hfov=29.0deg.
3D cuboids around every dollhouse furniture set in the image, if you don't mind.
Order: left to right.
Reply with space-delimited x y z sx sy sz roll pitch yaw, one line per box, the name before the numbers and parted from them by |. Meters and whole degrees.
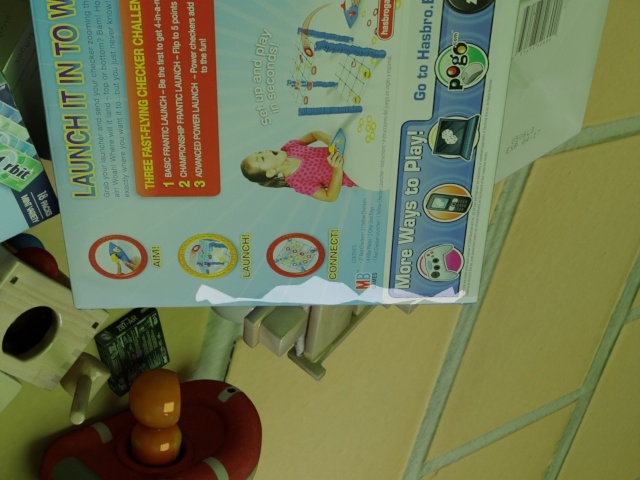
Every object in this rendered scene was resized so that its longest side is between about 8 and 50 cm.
dollhouse furniture set | 0.000 0.000 1.193 0.355 0.174 0.303 -44 161 -28

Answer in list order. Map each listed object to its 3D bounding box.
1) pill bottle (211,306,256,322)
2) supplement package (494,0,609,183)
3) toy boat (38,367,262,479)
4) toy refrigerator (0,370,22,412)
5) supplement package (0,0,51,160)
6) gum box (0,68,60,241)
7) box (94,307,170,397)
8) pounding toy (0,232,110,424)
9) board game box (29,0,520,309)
pill bottle | -0.082 -0.020 1.172 0.118 0.118 0.208 -37 143 -25
supplement package | 0.067 -0.193 1.043 0.178 0.293 0.175 -30 140 -33
toy boat | -0.162 0.194 1.236 0.231 0.151 0.151 -20 130 -42
toy refrigerator | -0.382 0.179 1.001 0.269 0.094 0.102 -49 153 -8
supplement package | -0.203 -0.124 0.940 0.179 0.105 0.105 16 106 -56
gum box | -0.279 -0.032 0.821 0.184 0.041 0.157 -27 152 -12
box | -0.188 0.110 1.244 0.067 0.018 0.083 -36 143 -26
pounding toy | -0.225 0.062 1.008 0.094 0.181 0.206 -53 147 -3
board game box | -0.030 -0.092 0.850 0.302 0.086 0.308 0 130 -3
